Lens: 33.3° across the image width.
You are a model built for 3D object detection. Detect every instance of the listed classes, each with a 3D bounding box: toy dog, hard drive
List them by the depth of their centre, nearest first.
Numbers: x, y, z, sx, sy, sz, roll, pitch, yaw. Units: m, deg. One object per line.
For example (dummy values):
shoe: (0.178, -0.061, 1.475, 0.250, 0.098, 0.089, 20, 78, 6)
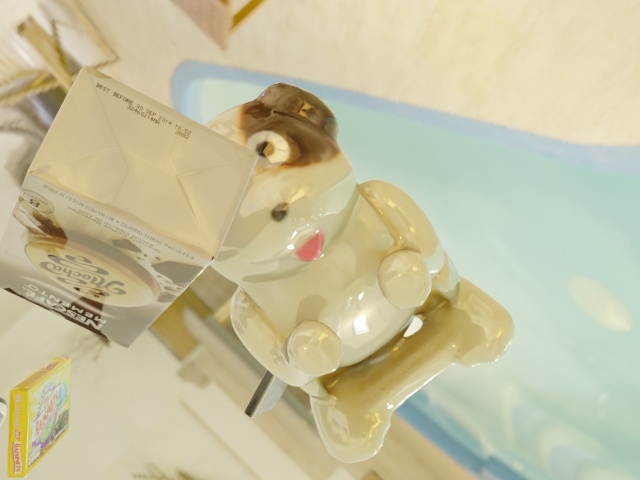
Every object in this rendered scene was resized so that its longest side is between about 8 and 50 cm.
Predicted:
toy dog: (0.000, 0.000, 1.270, 0.408, 0.285, 0.395, 49, -167, -46)
hard drive: (-0.076, 0.240, 1.855, 0.022, 0.135, 0.094, 34, -163, 18)

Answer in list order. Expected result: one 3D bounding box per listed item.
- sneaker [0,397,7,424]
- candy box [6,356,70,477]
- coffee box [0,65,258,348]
sneaker: (-0.621, 0.379, 1.767, 0.124, 0.295, 0.178, 23, -134, -36)
candy box: (-0.349, 0.215, 1.337, 0.206, 0.027, 0.105, -81, -8, -85)
coffee box: (-0.197, -0.016, 1.002, 0.168, 0.118, 0.297, 27, 153, -12)
